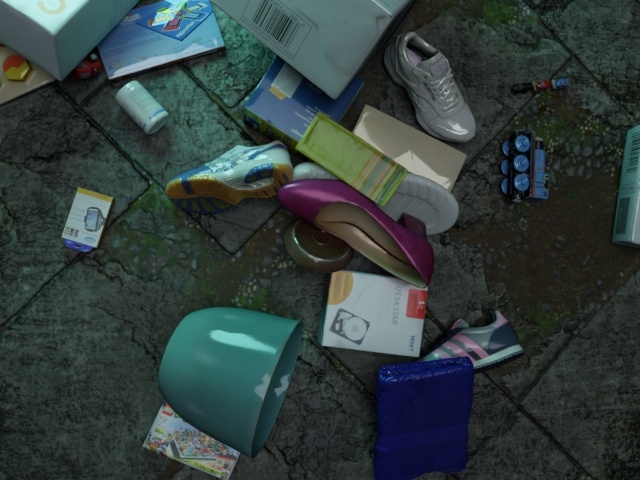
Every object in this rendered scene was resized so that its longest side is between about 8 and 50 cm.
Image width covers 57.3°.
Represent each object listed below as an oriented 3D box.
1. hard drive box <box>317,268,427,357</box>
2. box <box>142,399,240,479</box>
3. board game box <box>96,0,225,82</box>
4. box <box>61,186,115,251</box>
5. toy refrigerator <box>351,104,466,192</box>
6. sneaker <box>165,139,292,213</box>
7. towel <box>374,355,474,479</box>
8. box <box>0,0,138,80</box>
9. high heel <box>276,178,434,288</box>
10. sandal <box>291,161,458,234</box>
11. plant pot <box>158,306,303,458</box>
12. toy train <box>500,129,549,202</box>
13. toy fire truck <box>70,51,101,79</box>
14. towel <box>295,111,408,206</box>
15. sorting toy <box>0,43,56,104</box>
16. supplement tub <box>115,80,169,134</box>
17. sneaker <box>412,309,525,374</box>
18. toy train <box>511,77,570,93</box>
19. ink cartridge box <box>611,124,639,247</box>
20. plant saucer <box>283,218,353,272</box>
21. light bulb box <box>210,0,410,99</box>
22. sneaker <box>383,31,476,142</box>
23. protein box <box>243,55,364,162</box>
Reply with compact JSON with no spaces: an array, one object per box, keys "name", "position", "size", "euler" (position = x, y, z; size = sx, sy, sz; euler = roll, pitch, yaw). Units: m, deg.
[{"name":"hard drive box","position":[0.121,0.167,1.377],"size":[0.232,0.089,0.181],"euler":[7,87,-8]},{"name":"box","position":[-0.282,0.451,1.331],"size":[0.207,0.036,0.114],"euler":[24,84,-6]},{"name":"board game box","position":[-0.381,-0.480,1.373],"size":[0.281,0.027,0.145],"euler":[-19,91,-9]},{"name":"box","position":[-0.529,-0.044,1.329],"size":[0.081,0.028,0.136],"euler":[18,87,-7]},{"name":"toy refrigerator","position":[0.199,-0.212,1.407],"size":[0.269,0.094,0.102],"euler":[25,84,-4]},{"name":"sneaker","position":[-0.207,-0.151,1.353],"size":[0.296,0.112,0.131],"euler":[-9,47,5]},{"name":"towel","position":[0.230,0.406,1.335],"size":[0.227,0.076,0.308],"euler":[-6,114,-11]},{"name":"box","position":[-0.537,-0.551,1.237],"size":[0.215,0.168,0.345],"euler":[33,64,-5]},{"name":"high heel","position":[0.081,-0.018,1.288],"size":[0.377,0.127,0.181],"euler":[14,43,-11]},{"name":"sandal","position":[0.131,-0.124,1.383],"size":[0.416,0.169,0.102],"euler":[13,45,-9]},{"name":"plant pot","position":[-0.195,0.273,1.239],"size":[0.235,0.293,0.293],"euler":[18,84,9]},{"name":"toy train","position":[0.512,-0.183,1.459],"size":[0.105,0.080,0.184],"euler":[5,84,-17]},{"name":"toy fire truck","position":[-0.601,-0.433,1.308],"size":[0.135,0.047,0.192],"euler":[-37,94,-28]},{"name":"towel","position":[0.069,-0.177,1.282],"size":[0.237,0.021,0.102],"euler":[33,87,-4]},{"name":"sorting toy","position":[-0.732,-0.408,1.315],"size":[0.208,0.038,0.193],"euler":[-26,90,-9]},{"name":"supplement tub","position":[-0.406,-0.303,1.338],"size":[0.071,0.071,0.107],"euler":[-42,93,-8]},{"name":"sneaker","position":[0.316,0.264,1.406],"size":[0.319,0.112,0.131],"euler":[-14,65,-6]},{"name":"toy train","position":[0.567,-0.397,1.496],"size":[0.158,0.036,0.027],"euler":[-8,88,-8]},{"name":"ink cartridge box","position":[0.966,-0.111,1.510],"size":[0.385,0.091,0.308],"euler":[10,86,-6]},{"name":"plant saucer","position":[0.000,0.000,1.350],"size":[0.168,0.029,0.168],"euler":[12,45,-12]},{"name":"light bulb box","position":[0.013,-0.553,1.251],"size":[0.358,0.225,0.361],"euler":[38,42,-4]},{"name":"sneaker","position":[0.268,-0.360,1.395],"size":[0.114,0.152,0.305],"euler":[-42,94,-10]},{"name":"protein box","position":[-0.044,-0.319,1.356],"size":[0.200,0.136,0.201],"euler":[32,83,-6]}]
